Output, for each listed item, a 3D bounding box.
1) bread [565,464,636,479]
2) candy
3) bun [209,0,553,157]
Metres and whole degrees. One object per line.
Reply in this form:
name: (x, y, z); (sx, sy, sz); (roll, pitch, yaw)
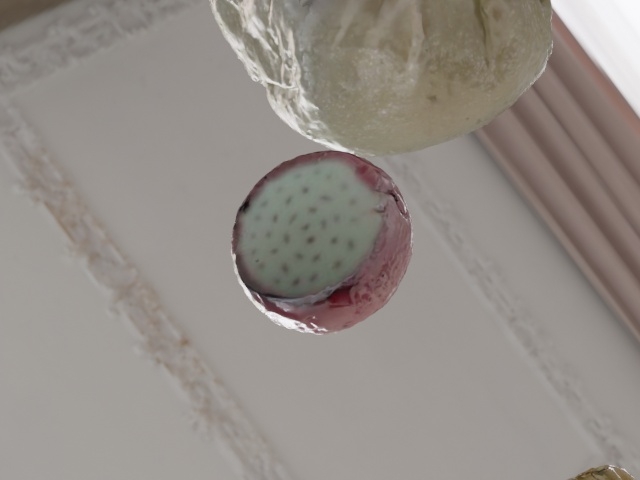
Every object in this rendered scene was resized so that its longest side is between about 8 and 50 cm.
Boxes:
bread: (0.076, 0.216, 0.409); (0.288, 0.156, 0.204); (-10, 125, -39)
candy: (0.000, 0.000, 0.655); (0.103, 0.103, 0.043); (-37, 145, 6)
bun: (0.045, -0.207, 0.932); (0.281, 0.281, 0.205); (-37, 145, -11)
